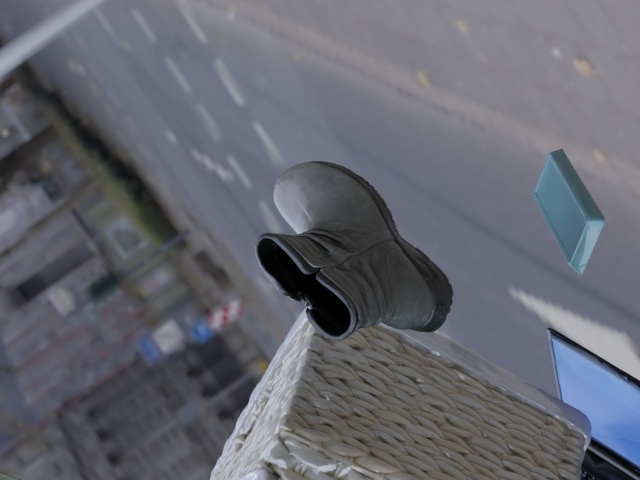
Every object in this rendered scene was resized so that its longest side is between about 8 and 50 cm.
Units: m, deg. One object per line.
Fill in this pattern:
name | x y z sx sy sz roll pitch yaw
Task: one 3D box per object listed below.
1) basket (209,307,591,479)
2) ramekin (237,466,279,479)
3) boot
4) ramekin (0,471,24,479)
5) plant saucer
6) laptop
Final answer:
basket | 0.058 0.287 1.671 0.331 0.328 0.266 27 -149 -5
ramekin | -0.068 0.338 1.361 0.135 0.277 0.277 33 176 -7
boot | 0.000 0.000 1.527 0.161 0.083 0.246 2 -147 -46
ramekin | -0.407 0.397 1.868 0.148 0.303 0.303 19 -178 -14
plant saucer | 0.259 -0.034 1.749 0.018 0.067 0.192 13 -157 -13
laptop | 0.290 0.271 1.742 0.137 0.264 0.234 27 -176 -44
